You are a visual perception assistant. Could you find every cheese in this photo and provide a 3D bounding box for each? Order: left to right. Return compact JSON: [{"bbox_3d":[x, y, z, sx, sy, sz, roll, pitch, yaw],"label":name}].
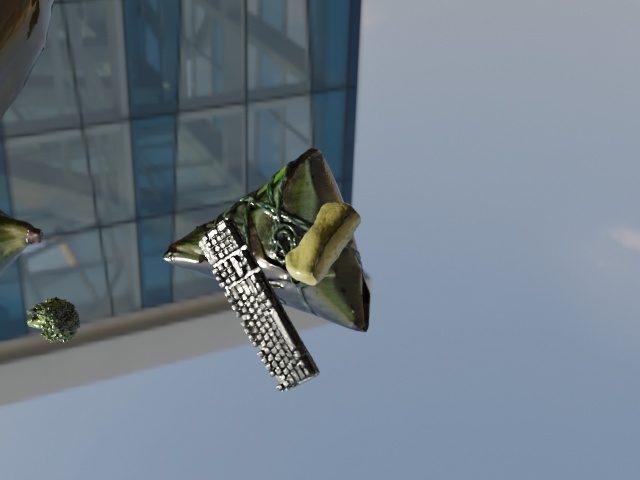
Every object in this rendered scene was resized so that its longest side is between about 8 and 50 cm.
[{"bbox_3d":[0.000,0.000,0.899,0.044,0.030,0.083,16,-117,43],"label":"cheese"}]

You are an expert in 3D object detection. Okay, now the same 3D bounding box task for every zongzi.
[{"bbox_3d":[-0.032,-0.007,1.892,0.383,0.319,0.362,-5,-173,42],"label":"zongzi"}]

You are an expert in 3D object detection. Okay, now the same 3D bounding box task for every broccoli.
[{"bbox_3d":[-0.464,0.139,1.779,0.092,0.095,0.097,7,-157,20],"label":"broccoli"}]

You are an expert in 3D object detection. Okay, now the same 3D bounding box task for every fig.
[{"bbox_3d":[-0.414,0.007,1.183,0.184,0.133,0.127,19,-122,44],"label":"fig"}]

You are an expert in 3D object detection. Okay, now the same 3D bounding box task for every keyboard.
[{"bbox_3d":[-0.082,0.083,1.297,0.072,0.231,0.023,-31,177,41],"label":"keyboard"}]

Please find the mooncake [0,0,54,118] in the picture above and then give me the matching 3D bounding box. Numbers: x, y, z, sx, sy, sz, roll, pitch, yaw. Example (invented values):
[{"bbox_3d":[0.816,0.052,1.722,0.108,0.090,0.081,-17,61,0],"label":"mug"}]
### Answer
[{"bbox_3d":[-0.246,-0.132,0.392,0.284,0.285,0.155,-19,-173,-33],"label":"mooncake"}]
